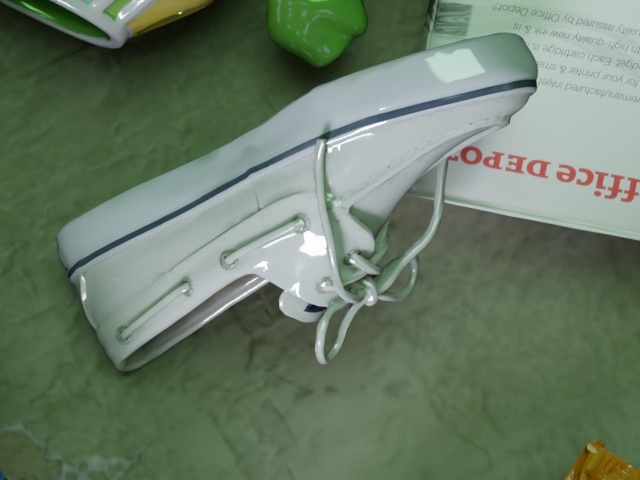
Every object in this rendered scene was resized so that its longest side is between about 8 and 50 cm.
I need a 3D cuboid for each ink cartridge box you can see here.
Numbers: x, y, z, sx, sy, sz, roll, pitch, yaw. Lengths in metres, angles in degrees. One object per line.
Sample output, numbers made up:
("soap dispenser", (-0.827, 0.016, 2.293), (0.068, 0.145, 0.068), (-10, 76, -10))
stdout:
("ink cartridge box", (0.177, -0.153, 1.314), (0.207, 0.117, 0.283), (11, 92, 1))

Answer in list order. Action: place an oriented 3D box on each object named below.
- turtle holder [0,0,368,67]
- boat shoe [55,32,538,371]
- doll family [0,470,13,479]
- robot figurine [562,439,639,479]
("turtle holder", (-0.129, -0.252, 1.351), (0.320, 0.243, 0.227), (29, 81, -34))
("boat shoe", (-0.005, 0.001, 1.219), (0.367, 0.136, 0.156), (-25, 80, 24))
("doll family", (-0.190, 0.277, 1.147), (0.118, 0.163, 0.263), (14, 62, 43))
("robot figurine", (0.254, 0.270, 1.214), (0.291, 0.085, 0.211), (36, 70, 11))
